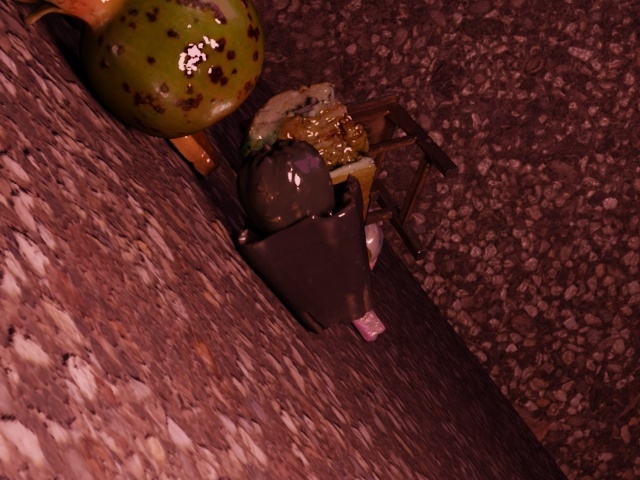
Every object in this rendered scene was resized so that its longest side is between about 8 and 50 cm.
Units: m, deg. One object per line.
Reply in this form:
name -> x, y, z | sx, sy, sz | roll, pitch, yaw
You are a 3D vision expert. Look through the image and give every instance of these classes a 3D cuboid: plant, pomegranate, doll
plant -> -0.018, -0.011, 1.745 | 0.142, 0.164, 0.256 | -79, 150, -65
pomegranate -> -0.202, -0.228, 1.553 | 0.285, 0.231, 0.231 | 0, 47, -45
doll -> 0.061, -0.024, 2.611 | 0.181, 0.106, 0.110 | 44, 18, -50

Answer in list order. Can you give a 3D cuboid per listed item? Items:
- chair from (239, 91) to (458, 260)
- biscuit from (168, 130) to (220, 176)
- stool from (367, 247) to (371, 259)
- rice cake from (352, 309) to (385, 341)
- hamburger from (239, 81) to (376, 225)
chair -> 0.036, -0.168, 2.429 | 0.416, 0.203, 0.241 | 56, -28, 31
biscuit -> -0.220, -0.188, 1.815 | 0.249, 0.035, 0.184 | 50, 8, -27
stool -> 0.000, 0.000, 2.043 | 0.110, 0.135, 0.134 | 48, 52, -60
rice cake -> 0.028, 0.073, 2.148 | 0.207, 0.047, 0.036 | 53, -9, -12
hamburger -> -0.028, -0.108, 2.150 | 0.288, 0.192, 0.168 | 99, -28, -52
